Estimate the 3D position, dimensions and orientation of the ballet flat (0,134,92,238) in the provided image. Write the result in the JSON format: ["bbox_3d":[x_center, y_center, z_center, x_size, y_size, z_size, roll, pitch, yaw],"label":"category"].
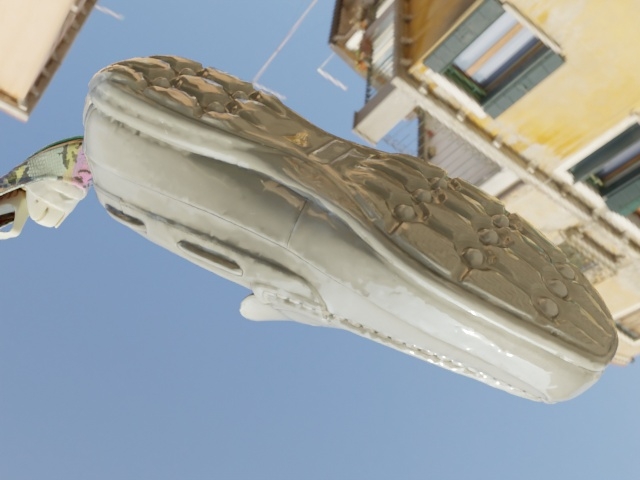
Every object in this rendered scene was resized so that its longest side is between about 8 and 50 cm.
[{"bbox_3d":[-0.329,-0.044,0.771,0.077,0.222,0.079,42,-145,-56],"label":"ballet flat"}]

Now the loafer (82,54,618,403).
[{"bbox_3d":[0.000,0.000,0.389,0.320,0.111,0.112,30,-147,19],"label":"loafer"}]
